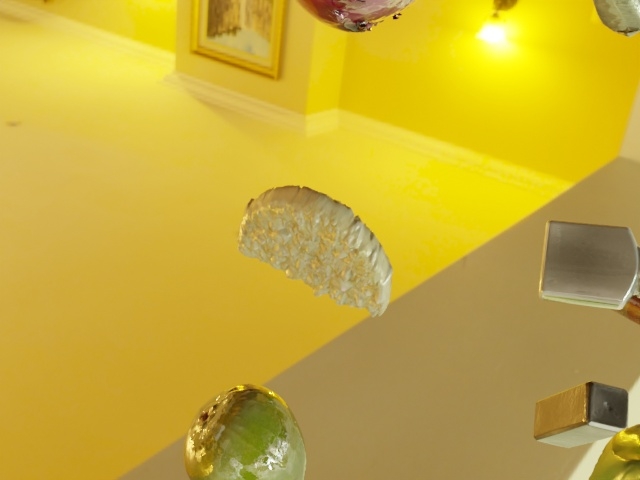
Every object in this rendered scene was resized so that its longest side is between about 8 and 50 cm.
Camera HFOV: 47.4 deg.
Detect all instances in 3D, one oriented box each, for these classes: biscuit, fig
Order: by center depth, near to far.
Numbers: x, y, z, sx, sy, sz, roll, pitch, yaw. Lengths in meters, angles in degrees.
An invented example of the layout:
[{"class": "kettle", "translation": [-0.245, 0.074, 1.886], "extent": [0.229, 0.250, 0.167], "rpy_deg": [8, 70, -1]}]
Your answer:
[{"class": "biscuit", "translation": [0.000, 0.000, 1.179], "extent": [0.281, 0.179, 0.084], "rpy_deg": [27, -134, 13]}, {"class": "fig", "translation": [-0.169, 0.519, 1.779], "extent": [0.316, 0.316, 0.316], "rpy_deg": [6, -154, -3]}]

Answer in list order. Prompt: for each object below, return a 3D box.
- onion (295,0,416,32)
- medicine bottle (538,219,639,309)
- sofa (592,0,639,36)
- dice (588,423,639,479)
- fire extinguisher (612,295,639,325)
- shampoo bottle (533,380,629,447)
[{"class": "onion", "translation": [0.067, -0.504, 1.122], "extent": [0.345, 0.358, 0.358], "rpy_deg": [26, -153, -2]}, {"class": "medicine bottle", "translation": [0.454, 0.043, 1.174], "extent": [0.188, 0.132, 0.088], "rpy_deg": [7, 171, 17]}, {"class": "sofa", "translation": [0.548, -0.488, 1.198], "extent": [0.176, 0.225, 0.210], "rpy_deg": [7, -118, 42]}, {"class": "dice", "translation": [0.509, 0.386, 0.871], "extent": [0.297, 0.287, 0.300], "rpy_deg": [1, 180, -39]}, {"class": "fire extinguisher", "translation": [0.630, 0.136, 1.458], "extent": [0.106, 0.075, 0.252], "rpy_deg": [-21, -145, -27]}, {"class": "shampoo bottle", "translation": [0.457, 0.320, 1.315], "extent": [0.080, 0.246, 0.079], "rpy_deg": [15, -114, -3]}]
